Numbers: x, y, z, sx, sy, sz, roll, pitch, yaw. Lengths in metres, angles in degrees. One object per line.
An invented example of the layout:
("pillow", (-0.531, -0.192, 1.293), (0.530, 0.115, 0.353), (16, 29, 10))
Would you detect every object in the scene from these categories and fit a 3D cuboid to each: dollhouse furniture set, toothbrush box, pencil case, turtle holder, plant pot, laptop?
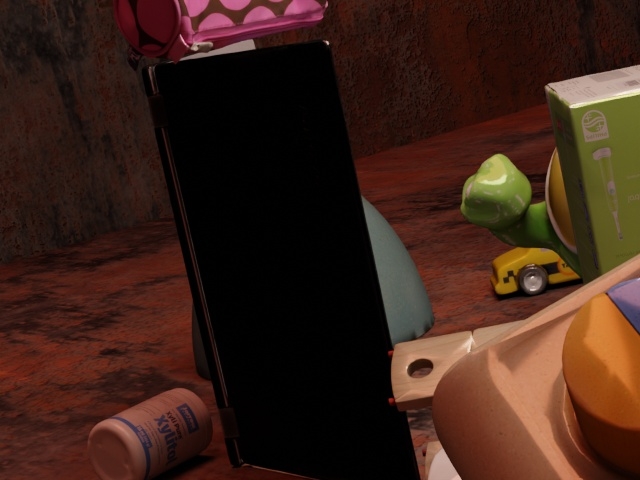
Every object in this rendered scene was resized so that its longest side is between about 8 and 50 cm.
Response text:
("dollhouse furniture set", (0.128, 0.173, 1.270), (0.129, 0.129, 0.183), (-11, 39, 11))
("toothbrush box", (0.294, -0.008, 1.530), (0.122, 0.283, 0.206), (-11, 9, 4))
("pencil case", (-0.078, -0.208, 1.455), (0.209, 0.098, 0.095), (-22, -31, -44))
("turtle holder", (0.331, -0.071, 1.759), (0.320, 0.243, 0.227), (18, -19, 20))
("plant pot", (-0.025, 0.030, 2.008), (0.290, 0.195, 0.290), (-11, 9, 2))
("laptop", (0.000, 0.000, 1.564), (0.236, 0.381, 0.408), (-8, 10, 20))

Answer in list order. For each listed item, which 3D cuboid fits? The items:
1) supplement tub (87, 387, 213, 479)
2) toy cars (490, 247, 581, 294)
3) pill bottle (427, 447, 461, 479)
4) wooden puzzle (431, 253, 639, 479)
("supplement tub", (-0.162, 0.188, 1.609), (0.071, 0.071, 0.107), (-4, 13, 40))
("toy cars", (0.371, 0.001, 1.998), (0.394, 0.087, 0.176), (-4, 13, 42))
("pill bottle", (0.229, 0.156, 0.932), (0.323, 0.181, 0.181), (-9, 10, 19))
("wooden puzzle", (0.256, 0.088, 0.797), (0.348, 0.080, 0.322), (-33, 51, 0))
